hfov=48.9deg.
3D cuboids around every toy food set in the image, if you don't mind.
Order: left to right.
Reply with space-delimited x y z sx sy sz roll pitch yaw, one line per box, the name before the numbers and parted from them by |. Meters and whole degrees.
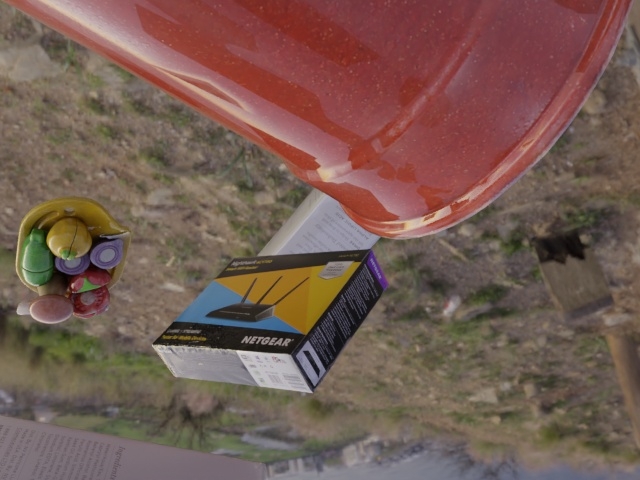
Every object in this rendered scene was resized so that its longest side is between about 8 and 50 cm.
toy food set | -0.301 0.048 0.851 0.128 0.071 0.218 5 135 -22

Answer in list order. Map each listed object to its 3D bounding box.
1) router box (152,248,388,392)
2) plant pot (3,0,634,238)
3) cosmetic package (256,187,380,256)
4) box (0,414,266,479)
router box | -0.046 0.067 0.628 0.179 0.133 0.046 -5 123 41
plant pot | -0.018 -0.172 0.396 0.265 0.272 0.272 22 139 -29
cosmetic package | 0.000 0.000 0.824 0.085 0.117 0.231 37 104 -9
box | -0.129 0.194 0.416 0.170 0.091 0.130 13 118 -9
